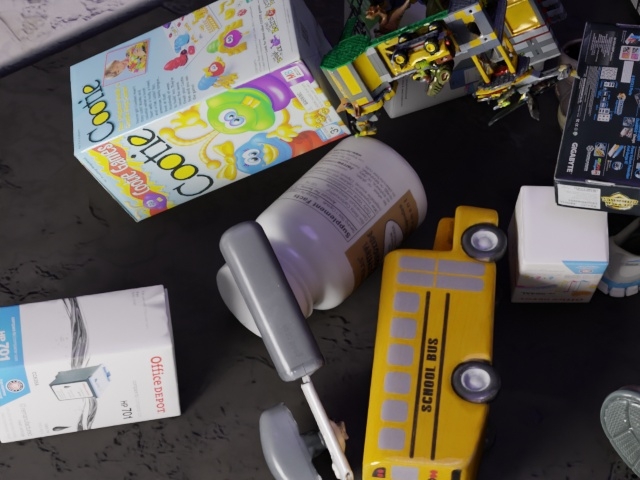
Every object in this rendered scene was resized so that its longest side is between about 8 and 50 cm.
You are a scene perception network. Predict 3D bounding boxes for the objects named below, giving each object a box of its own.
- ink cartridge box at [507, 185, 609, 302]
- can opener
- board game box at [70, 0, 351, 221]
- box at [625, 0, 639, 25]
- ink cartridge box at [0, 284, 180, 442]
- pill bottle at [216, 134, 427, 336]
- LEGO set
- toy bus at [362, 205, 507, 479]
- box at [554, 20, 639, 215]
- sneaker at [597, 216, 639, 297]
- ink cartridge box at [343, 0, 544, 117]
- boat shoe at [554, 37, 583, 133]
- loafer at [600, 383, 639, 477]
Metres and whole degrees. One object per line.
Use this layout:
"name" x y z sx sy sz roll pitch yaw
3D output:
"ink cartridge box" 0.255 0.009 1.708 0.092 0.143 0.090 1 68 1
"can opener" -0.047 0.124 1.573 0.095 0.076 0.283 -25 88 -7
"board game box" -0.125 -0.158 1.774 0.275 0.142 0.144 -21 50 14
"box" 0.479 -0.300 1.991 0.147 0.077 0.180 -11 52 -8
"ink cartridge box" -0.243 0.126 1.605 0.191 0.139 0.082 -7 53 -5
"pill bottle" 0.000 0.000 1.713 0.131 0.131 0.229 33 58 24
"LEGO set" 0.152 -0.215 1.766 0.255 0.192 0.331 -23 29 18
"toy bus" 0.122 0.118 1.633 0.130 0.108 0.332 4 51 5
"box" 0.349 -0.128 1.656 0.175 0.051 0.220 7 58 15
"sneaker" 0.389 -0.005 1.748 0.191 0.083 0.071 -25 53 -20
"ink cartridge box" 0.154 -0.258 1.950 0.212 0.093 0.154 -17 52 -15
"boat shoe" 0.415 -0.171 1.777 0.355 0.130 0.132 3 41 36
"loafer" 0.403 0.228 1.566 0.267 0.096 0.084 36 39 18
